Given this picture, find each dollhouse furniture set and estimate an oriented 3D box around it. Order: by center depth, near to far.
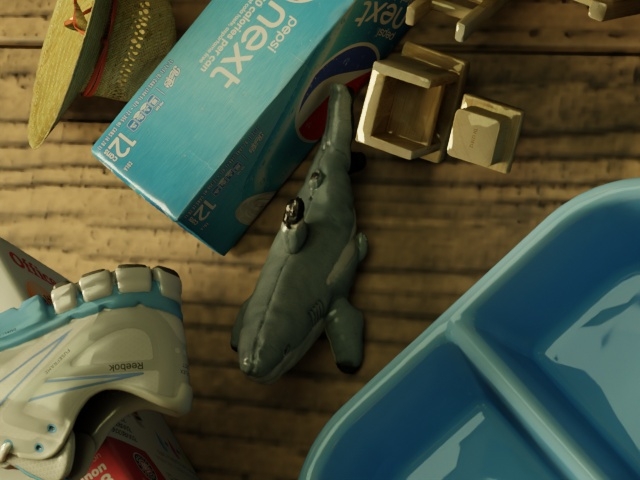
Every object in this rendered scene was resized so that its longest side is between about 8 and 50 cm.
[{"bbox_3d":[0.134,-0.097,0.975,0.182,0.101,0.161,22,108,22],"label":"dollhouse furniture set"}]

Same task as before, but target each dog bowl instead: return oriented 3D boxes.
[{"bbox_3d":[0.110,0.089,0.910,0.297,0.074,0.166,-42,62,3],"label":"dog bowl"}]

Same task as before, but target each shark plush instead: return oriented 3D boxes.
[{"bbox_3d":[0.000,0.000,0.986,0.073,0.067,0.161,22,82,27],"label":"shark plush"}]

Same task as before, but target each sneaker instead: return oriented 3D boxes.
[{"bbox_3d":[-0.145,0.078,0.874,0.191,0.071,0.083,-20,70,8],"label":"sneaker"}]

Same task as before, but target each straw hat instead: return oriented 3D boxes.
[{"bbox_3d":[-0.111,-0.112,1.070,0.061,0.144,0.144,15,74,-18],"label":"straw hat"}]

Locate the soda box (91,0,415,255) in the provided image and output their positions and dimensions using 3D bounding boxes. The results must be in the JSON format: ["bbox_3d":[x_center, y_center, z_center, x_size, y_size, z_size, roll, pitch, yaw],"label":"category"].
[{"bbox_3d":[-0.021,-0.099,1.029,0.071,0.067,0.210,38,89,27],"label":"soda box"}]

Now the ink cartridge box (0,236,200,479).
[{"bbox_3d":[-0.152,0.109,0.975,0.127,0.128,0.176,-37,64,5],"label":"ink cartridge box"}]
